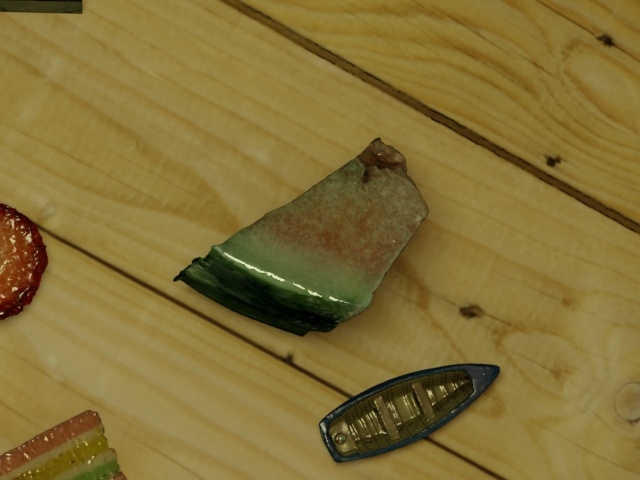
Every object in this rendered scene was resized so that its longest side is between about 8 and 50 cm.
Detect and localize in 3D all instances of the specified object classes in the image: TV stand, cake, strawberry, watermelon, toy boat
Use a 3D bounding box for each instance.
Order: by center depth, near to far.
[{"bbox_3d":[-0.329,0.286,1.722,0.225,0.090,0.109,-29,83,-12],"label":"cake"},{"bbox_3d":[0.003,0.016,1.728,0.302,0.264,0.151,-34,89,-15],"label":"watermelon"},{"bbox_3d":[-0.381,0.027,1.752,0.145,0.086,0.145,2,79,-9],"label":"strawberry"},{"bbox_3d":[-0.413,-0.293,1.815,0.256,0.049,0.040,0,80,-8],"label":"TV stand"},{"bbox_3d":[0.108,0.197,1.822,0.229,0.046,0.080,-23,85,-12],"label":"toy boat"}]
